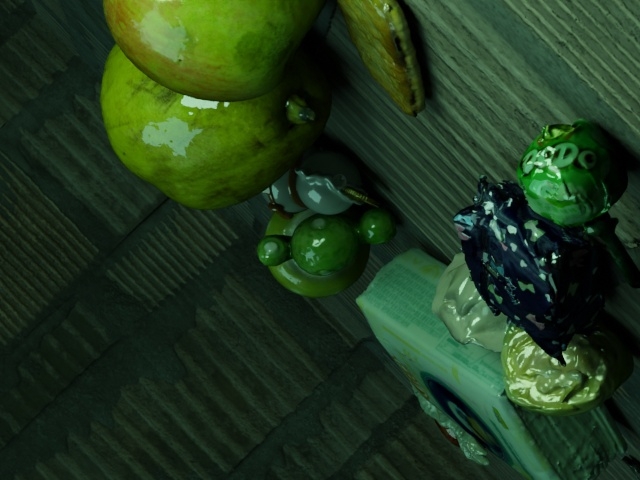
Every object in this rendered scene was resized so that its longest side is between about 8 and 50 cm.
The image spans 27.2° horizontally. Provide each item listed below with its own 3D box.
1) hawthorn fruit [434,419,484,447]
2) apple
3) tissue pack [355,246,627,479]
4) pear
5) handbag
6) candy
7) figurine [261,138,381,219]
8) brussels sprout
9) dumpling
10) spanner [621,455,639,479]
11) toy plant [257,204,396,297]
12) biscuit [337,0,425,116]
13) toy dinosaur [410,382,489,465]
[{"bbox_3d":[0.278,0.297,2.483,0.194,0.157,0.157,62,-179,29],"label":"hawthorn fruit"},{"bbox_3d":[-0.107,-0.275,1.444,0.226,0.246,0.246,25,169,8],"label":"apple"},{"bbox_3d":[0.257,0.200,2.024,0.388,0.162,0.287,34,163,54],"label":"tissue pack"},{"bbox_3d":[-0.129,-0.184,1.743,0.375,0.287,0.287,13,150,48],"label":"pear"},{"bbox_3d":[0.236,0.032,1.476,0.162,0.113,0.260,35,167,30],"label":"handbag"},{"bbox_3d":[0.268,-0.013,1.265,0.097,0.097,0.323,40,177,36],"label":"candy"},{"bbox_3d":[-0.022,-0.090,2.054,0.271,0.143,0.143,38,169,38],"label":"figurine"},{"bbox_3d":[0.305,0.154,1.637,0.122,0.149,0.151,30,-158,-50],"label":"brussels sprout"},{"bbox_3d":[0.219,0.082,1.752,0.188,0.127,0.108,44,159,35],"label":"dumpling"},{"bbox_3d":[0.583,0.460,2.156,0.325,0.026,0.093,50,172,-21],"label":"spanner"},{"bbox_3d":[0.000,0.000,2.183,0.316,0.224,0.184,144,114,-82],"label":"toy plant"},{"bbox_3d":[0.064,-0.215,1.413,0.118,0.029,0.247,49,174,24],"label":"biscuit"},{"bbox_3d":[0.206,0.211,2.362,0.393,0.092,0.205,52,146,20],"label":"toy dinosaur"}]
